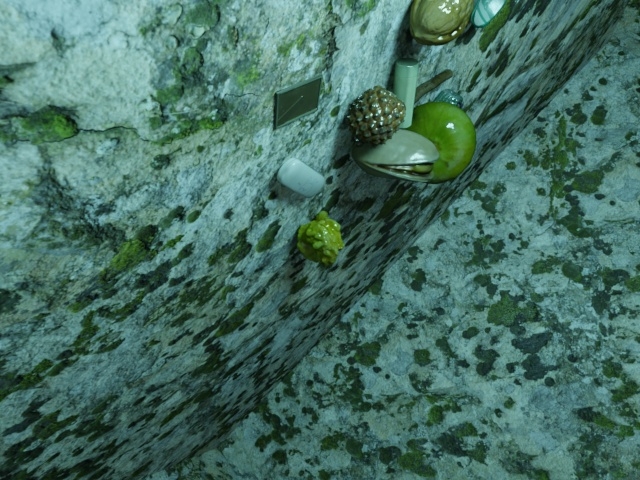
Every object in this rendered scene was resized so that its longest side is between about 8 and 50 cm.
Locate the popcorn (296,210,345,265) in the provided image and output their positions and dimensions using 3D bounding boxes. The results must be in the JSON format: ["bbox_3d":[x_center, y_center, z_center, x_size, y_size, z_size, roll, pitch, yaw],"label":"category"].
[{"bbox_3d":[0.005,-0.002,1.577,0.156,0.198,0.197,-34,155,-33],"label":"popcorn"}]

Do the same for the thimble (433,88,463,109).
[{"bbox_3d":[0.494,-0.517,1.659,0.119,0.090,0.135,-24,147,-47],"label":"thimble"}]

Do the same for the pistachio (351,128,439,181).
[{"bbox_3d":[0.240,-0.280,1.390,0.197,0.288,0.166,-45,144,-49],"label":"pistachio"}]

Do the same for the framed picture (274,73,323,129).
[{"bbox_3d":[-0.056,-0.354,1.078,0.149,0.011,0.109,-33,154,-28],"label":"framed picture"}]

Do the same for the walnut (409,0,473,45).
[{"bbox_3d":[0.316,-0.604,1.131,0.184,0.155,0.155,-47,158,-9],"label":"walnut"}]

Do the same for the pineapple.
[{"bbox_3d":[0.155,-0.357,1.260,0.193,0.166,0.166,-55,156,20],"label":"pineapple"}]

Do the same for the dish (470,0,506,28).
[{"bbox_3d":[0.513,-0.767,1.278,0.246,0.078,0.224,-43,158,-3],"label":"dish"}]

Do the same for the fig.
[{"bbox_3d":[0.416,-0.362,1.557,0.316,0.316,0.316,-37,156,-20],"label":"fig"}]

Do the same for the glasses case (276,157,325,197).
[{"bbox_3d":[-0.055,-0.189,1.297,0.092,0.059,0.233,-51,158,8],"label":"glasses case"}]

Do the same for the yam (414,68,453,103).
[{"bbox_3d":[0.347,-0.514,1.469,0.327,0.045,0.045,-37,179,-21],"label":"yam"}]

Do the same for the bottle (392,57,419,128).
[{"bbox_3d":[0.260,-0.457,1.321,0.072,0.072,0.201,-33,141,-29],"label":"bottle"}]
